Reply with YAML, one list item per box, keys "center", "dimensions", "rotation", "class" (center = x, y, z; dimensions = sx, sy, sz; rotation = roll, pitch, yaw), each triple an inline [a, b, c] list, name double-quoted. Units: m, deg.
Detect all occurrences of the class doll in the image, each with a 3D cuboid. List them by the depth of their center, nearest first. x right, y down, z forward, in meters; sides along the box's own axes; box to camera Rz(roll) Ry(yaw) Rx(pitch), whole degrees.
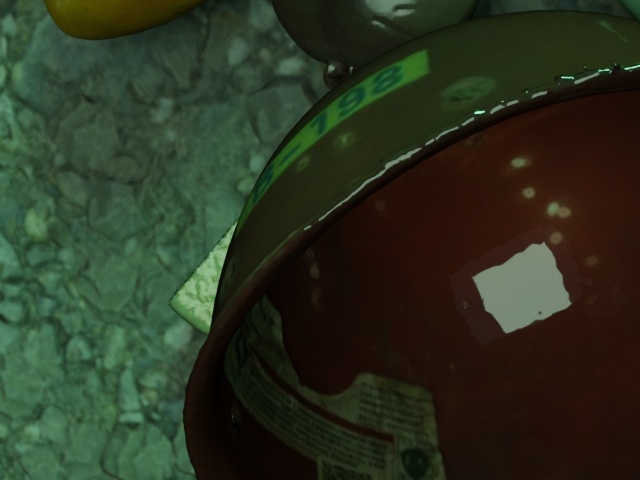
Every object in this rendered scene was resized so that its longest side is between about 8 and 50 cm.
- center: [0.049, -0.178, 0.807]
  dimensions: [0.188, 0.096, 0.145]
  rotation: [-49, 57, 8]
  class: "doll"

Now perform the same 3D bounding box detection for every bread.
- center: [0.001, 0.005, 0.880]
  dimensions: [0.112, 0.036, 0.193]
  rotation: [40, 104, 4]
  class: "bread"

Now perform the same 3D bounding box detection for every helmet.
- center: [0.107, 0.003, 0.729]
  dimensions: [0.338, 0.230, 0.385]
  rotation: [33, 117, -29]
  class: "helmet"

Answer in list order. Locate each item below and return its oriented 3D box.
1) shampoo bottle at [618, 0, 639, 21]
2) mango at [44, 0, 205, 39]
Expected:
- center: [0.200, -0.244, 0.720]
  dimensions: [0.349, 0.151, 0.222]
  rotation: [45, 104, 9]
  class: "shampoo bottle"
- center: [-0.092, -0.228, 0.833]
  dimensions: [0.252, 0.126, 0.154]
  rotation: [-48, 70, 19]
  class: "mango"
